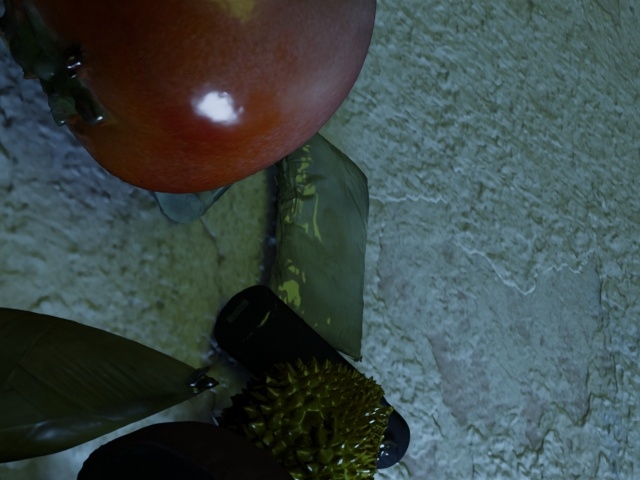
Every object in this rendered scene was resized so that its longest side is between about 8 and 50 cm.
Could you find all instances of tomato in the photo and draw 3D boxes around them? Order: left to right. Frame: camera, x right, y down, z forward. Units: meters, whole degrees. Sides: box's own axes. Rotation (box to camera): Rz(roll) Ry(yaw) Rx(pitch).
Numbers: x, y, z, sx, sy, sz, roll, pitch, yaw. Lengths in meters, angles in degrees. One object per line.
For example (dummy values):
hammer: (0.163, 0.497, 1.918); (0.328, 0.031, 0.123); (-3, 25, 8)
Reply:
tomato: (-0.103, -0.206, 0.981); (0.321, 0.321, 0.322); (24, 57, -45)

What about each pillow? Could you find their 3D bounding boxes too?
pillow: (0.000, 0.000, 1.247); (0.148, 0.050, 0.230); (27, 58, -38)

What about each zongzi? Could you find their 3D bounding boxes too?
zongzi: (-0.227, 0.095, 0.753); (0.228, 0.256, 0.115); (9, 79, -50)

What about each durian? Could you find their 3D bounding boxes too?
durian: (-0.039, 0.203, 1.020); (0.137, 0.193, 0.237); (37, 30, -12)

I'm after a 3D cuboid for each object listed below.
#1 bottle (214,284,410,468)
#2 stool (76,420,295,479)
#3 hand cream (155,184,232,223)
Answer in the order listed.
bottle: (0.000, 0.142, 1.163); (0.244, 0.072, 0.082); (44, 4, -33)
stool: (-0.127, 0.268, 0.789); (0.178, 0.272, 0.272); (-6, 80, -51)
hand cream: (-0.078, -0.104, 1.182); (0.255, 0.079, 0.048); (-54, 161, -44)
